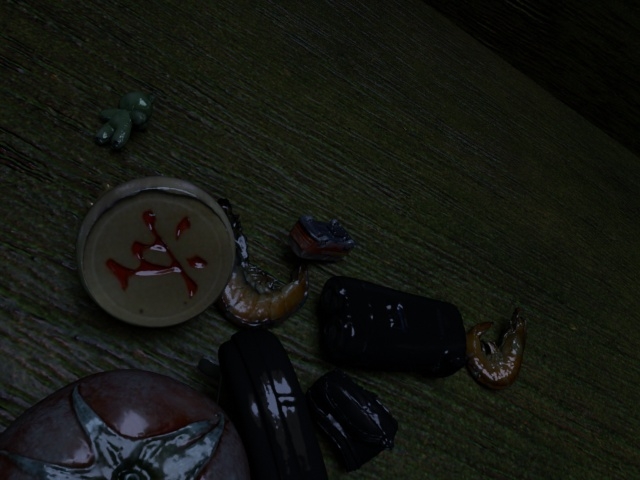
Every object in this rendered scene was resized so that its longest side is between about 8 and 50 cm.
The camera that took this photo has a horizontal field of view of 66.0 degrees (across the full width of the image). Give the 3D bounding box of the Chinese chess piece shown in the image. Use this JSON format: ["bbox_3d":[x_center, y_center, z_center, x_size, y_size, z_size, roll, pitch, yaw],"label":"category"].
[{"bbox_3d":[-0.265,0.019,0.810,0.249,0.250,0.103,12,9,-24],"label":"Chinese chess piece"}]

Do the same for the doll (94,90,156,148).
[{"bbox_3d":[-0.406,-0.248,1.032,0.115,0.078,0.150,10,56,22],"label":"doll"}]

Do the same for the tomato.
[{"bbox_3d":[-0.239,0.315,0.580,0.316,0.282,0.317,16,49,-19],"label":"tomato"}]

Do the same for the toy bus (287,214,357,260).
[{"bbox_3d":[0.000,0.000,1.057,0.174,0.077,0.079,6,42,-55],"label":"toy bus"}]

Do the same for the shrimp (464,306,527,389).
[{"bbox_3d":[0.431,0.249,1.192,0.150,0.068,0.248,43,52,9],"label":"shrimp"}]

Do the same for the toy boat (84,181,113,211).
[{"bbox_3d":[-0.322,-0.015,0.890,0.226,0.088,0.068,40,83,-3],"label":"toy boat"}]

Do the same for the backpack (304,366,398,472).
[{"bbox_3d":[0.053,0.310,0.883,0.165,0.120,0.106,53,26,11],"label":"backpack"}]

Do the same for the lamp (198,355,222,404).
[{"bbox_3d":[-0.184,0.288,0.792,0.056,0.050,0.198,21,48,-22],"label":"lamp"}]

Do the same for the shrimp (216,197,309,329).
[{"bbox_3d":[-0.127,0.036,1.001,0.222,0.054,0.290,-6,66,-33],"label":"shrimp"}]

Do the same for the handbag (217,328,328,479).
[{"bbox_3d":[-0.072,0.280,0.723,0.093,0.254,0.308,-15,83,-17],"label":"handbag"}]

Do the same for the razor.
[{"bbox_3d":[0.154,0.184,1.033,0.326,0.107,0.189,14,52,-24],"label":"razor"}]
